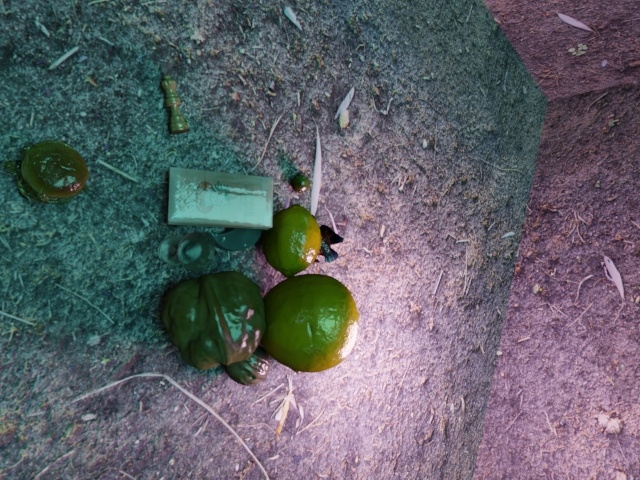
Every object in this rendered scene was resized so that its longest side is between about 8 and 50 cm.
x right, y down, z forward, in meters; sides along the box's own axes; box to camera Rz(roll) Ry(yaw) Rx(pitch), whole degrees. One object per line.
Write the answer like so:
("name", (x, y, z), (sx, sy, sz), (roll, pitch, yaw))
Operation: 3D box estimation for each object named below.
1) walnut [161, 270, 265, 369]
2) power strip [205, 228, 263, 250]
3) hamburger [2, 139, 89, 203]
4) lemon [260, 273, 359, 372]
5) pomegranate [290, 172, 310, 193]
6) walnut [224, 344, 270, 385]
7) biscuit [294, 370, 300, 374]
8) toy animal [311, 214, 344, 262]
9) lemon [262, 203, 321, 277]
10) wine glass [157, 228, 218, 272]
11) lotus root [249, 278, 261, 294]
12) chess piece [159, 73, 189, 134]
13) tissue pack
("walnut", (-0.312, 0.233, 1.333), (0.253, 0.281, 0.277), (-36, 111, -78))
("power strip", (-0.263, -0.069, 1.504), (0.167, 0.054, 0.253), (49, 61, -32))
("hamburger", (-0.671, -0.169, 1.099), (0.184, 0.131, 0.159), (5, 84, -37))
("lemon", (-0.040, 0.269, 1.480), (0.347, 0.348, 0.348), (0, 90, -41))
("pomegranate", (-0.079, -0.216, 1.661), (0.073, 0.073, 0.085), (-16, 64, -40))
("walnut", (-0.239, 0.406, 1.474), (0.162, 0.140, 0.140), (42, 63, -22))
("biscuit", (-0.118, 0.367, 1.617), (0.231, 0.025, 0.131), (46, 61, -16))
("toy animal", (-0.004, -0.008, 1.689), (0.218, 0.116, 0.180), (-27, 108, -31))
("lemon", (-0.100, 0.000, 1.549), (0.204, 0.204, 0.260), (15, 82, -40))
("wine glass", (-0.396, 0.034, 1.303), (0.122, 0.182, 0.122), (1, 88, -38))
("lotus root", (-0.247, 0.213, 1.498), (0.088, 0.088, 0.165), (11, 90, -41))
("chess piece", (-0.445, -0.412, 1.347), (0.060, 0.060, 0.172), (-19, 100, -39))
("tissue pack", (-0.308, -0.127, 1.397), (0.325, 0.071, 0.170), (3, 83, -25))
